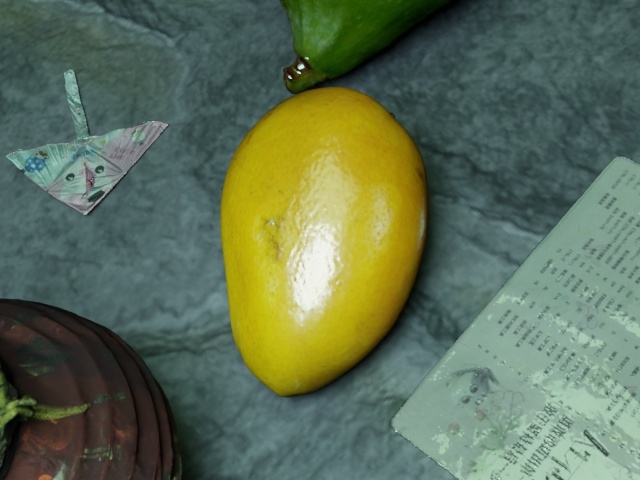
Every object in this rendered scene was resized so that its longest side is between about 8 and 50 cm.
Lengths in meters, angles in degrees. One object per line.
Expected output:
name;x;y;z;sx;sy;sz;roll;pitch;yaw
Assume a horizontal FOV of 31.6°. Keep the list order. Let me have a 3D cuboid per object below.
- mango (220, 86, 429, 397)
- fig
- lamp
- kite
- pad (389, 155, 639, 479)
mango;0.000;0.000;0.774;0.145;0.112;0.219;5;73;15
fig;0.033;-0.228;0.874;0.195;0.195;0.245;18;101;21
lamp;-0.200;0.142;0.664;0.247;0.247;0.247;-5;60;9
kite;-0.189;-0.084;0.918;0.137;0.005;0.152;-10;59;4
pad;0.186;0.068;0.747;0.159;0.009;0.265;35;72;28
